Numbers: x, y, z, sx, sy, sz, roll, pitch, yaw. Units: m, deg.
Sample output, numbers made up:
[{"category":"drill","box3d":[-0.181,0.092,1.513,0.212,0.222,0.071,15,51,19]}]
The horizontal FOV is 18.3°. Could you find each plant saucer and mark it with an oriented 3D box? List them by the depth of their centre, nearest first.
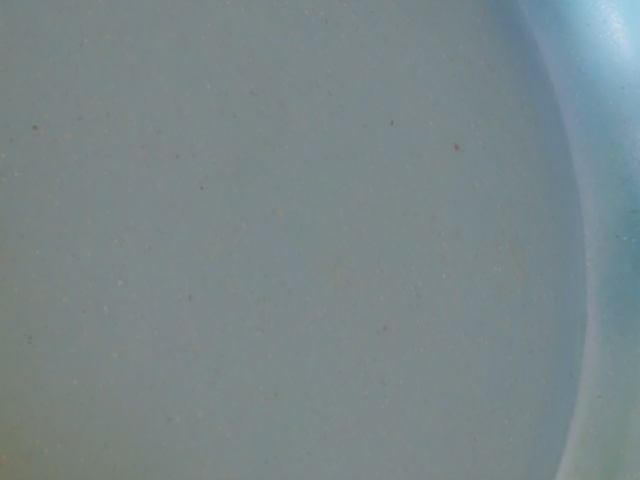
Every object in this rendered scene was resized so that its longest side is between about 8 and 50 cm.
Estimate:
[{"category":"plant saucer","box3d":[0.000,0.000,0.544,0.044,0.317,0.317,-7,-167,45]}]
